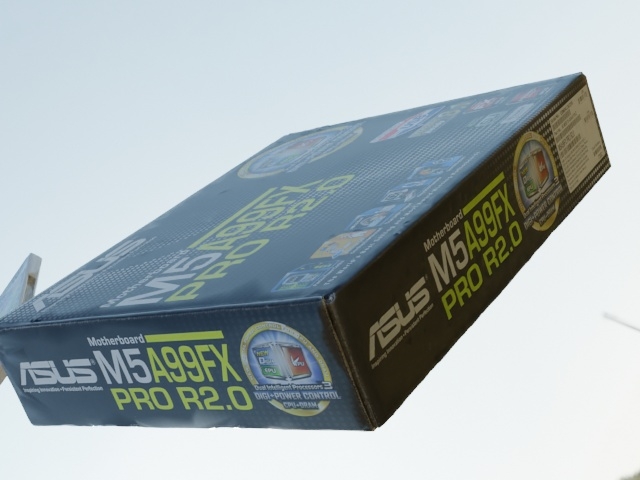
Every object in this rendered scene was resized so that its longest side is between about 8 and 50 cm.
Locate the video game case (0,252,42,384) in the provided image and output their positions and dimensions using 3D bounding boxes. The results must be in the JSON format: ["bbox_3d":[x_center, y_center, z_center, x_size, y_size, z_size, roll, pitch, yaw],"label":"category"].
[{"bbox_3d":[-0.211,0.069,0.676,0.087,0.011,0.122,-52,22,16],"label":"video game case"}]

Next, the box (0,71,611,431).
[{"bbox_3d":[0.000,0.000,0.540,0.270,0.216,0.060,-38,-66,-46],"label":"box"}]
